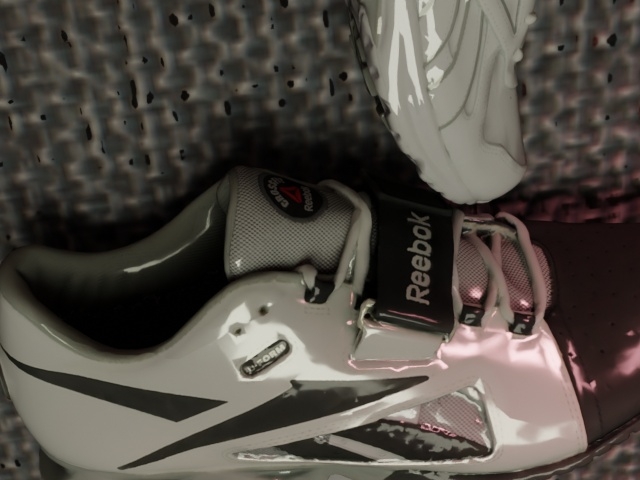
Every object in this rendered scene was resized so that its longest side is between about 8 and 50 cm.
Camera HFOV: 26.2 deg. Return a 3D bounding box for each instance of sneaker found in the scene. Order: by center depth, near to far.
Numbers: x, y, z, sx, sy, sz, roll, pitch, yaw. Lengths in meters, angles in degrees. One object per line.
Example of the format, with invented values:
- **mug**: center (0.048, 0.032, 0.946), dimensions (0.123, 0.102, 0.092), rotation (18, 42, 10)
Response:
- **sneaker**: center (0.059, -0.111, 0.521), dimensions (0.115, 0.090, 0.232), rotation (-20, 130, 5)
- **sneaker**: center (0.018, 0.029, 0.597), dimensions (0.330, 0.122, 0.146), rotation (-12, 132, 1)

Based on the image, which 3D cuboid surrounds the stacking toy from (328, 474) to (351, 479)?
- **stacking toy**: center (0.019, 0.292, 0.762), dimensions (0.351, 0.350, 0.480), rotation (3, 112, -10)
